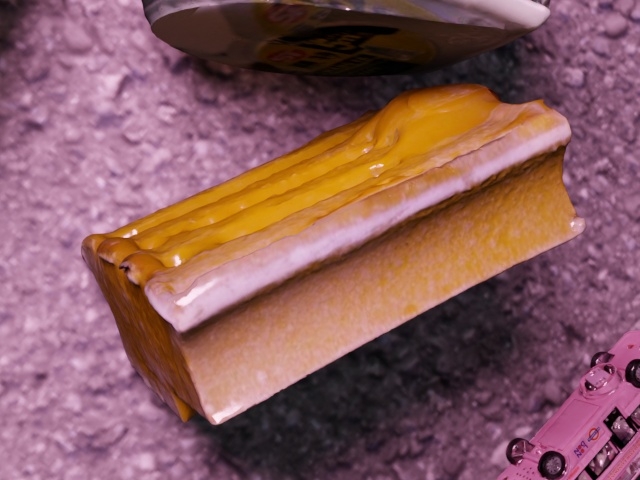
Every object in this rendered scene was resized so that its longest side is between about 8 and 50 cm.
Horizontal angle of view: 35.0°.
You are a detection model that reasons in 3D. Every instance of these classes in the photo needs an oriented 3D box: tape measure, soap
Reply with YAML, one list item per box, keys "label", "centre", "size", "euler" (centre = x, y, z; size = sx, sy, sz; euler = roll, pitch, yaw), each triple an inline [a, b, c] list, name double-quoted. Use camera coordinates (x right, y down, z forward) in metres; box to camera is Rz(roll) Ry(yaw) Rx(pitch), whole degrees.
- label: "tape measure"
  centre: [0.004, -0.198, 0.693]
  size: [0.262, 0.259, 0.138]
  euler: [5, 85, -21]
- label: "soap"
  centre: [0.000, 0.000, 0.691]
  size: [0.281, 0.259, 0.143]
  euler: [-24, 103, -18]

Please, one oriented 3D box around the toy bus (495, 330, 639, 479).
- label: "toy bus"
  centre: [0.241, 0.171, 0.883]
  size: [0.203, 0.063, 0.090]
  euler: [-44, 107, -15]
